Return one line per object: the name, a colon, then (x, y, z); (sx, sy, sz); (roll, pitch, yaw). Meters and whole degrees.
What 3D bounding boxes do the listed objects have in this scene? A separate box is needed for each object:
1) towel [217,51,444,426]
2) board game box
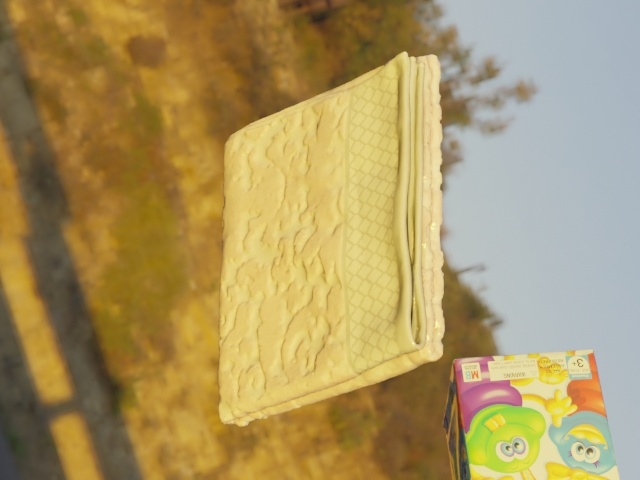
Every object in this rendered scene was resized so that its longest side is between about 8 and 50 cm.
towel: (0.000, 0.000, 1.555); (0.317, 0.053, 0.332); (-23, -122, 45)
board game box: (0.209, 0.261, 1.455); (0.142, 0.144, 0.275); (90, -5, -56)
